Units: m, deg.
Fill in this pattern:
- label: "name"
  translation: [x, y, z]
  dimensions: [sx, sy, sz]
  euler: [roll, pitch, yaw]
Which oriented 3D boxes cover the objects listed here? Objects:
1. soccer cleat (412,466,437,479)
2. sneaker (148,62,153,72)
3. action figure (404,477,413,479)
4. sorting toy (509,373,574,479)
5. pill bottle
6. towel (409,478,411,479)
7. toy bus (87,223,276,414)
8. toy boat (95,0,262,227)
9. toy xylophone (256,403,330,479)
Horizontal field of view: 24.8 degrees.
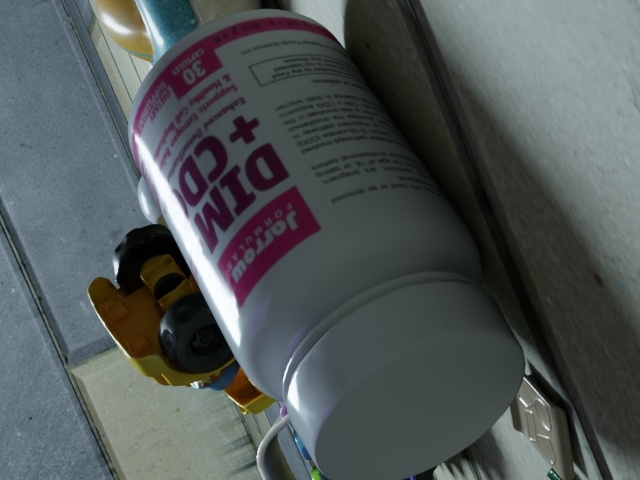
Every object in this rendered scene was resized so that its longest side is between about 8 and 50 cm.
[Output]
- label: "soccer cleat"
  translation: [0.059, 0.139, 1.224]
  dimensions: [0.289, 0.094, 0.121]
  euler: [126, 151, -84]
- label: "sneaker"
  translation: [-0.122, -0.133, 1.575]
  dimensions: [0.094, 0.080, 0.212]
  euler: [19, 129, 42]
- label: "action figure"
  translation: [0.086, 0.216, 1.362]
  dimensions: [0.115, 0.030, 0.038]
  euler: [60, 164, 23]
- label: "sorting toy"
  translation: [0.136, 0.118, 0.880]
  dimensions: [0.062, 0.012, 0.083]
  euler: [44, 153, 54]
- label: "pill bottle"
  translation: [0.000, 0.000, 0.897]
  dimensions: [0.283, 0.160, 0.160]
  euler: [59, 168, 37]
- label: "towel"
  translation: [0.069, 0.303, 1.521]
  dimensions: [0.227, 0.076, 0.308]
  euler: [101, 144, -73]
- label: "toy bus"
  translation: [-0.053, 0.068, 1.218]
  dimensions: [0.149, 0.220, 0.211]
  euler: [48, 166, 49]
- label: "toy boat"
  translation: [-0.126, -0.161, 1.242]
  dimensions: [0.267, 0.148, 0.318]
  euler: [-129, 18, -58]
- label: "toy xylophone"
  translation: [0.017, 0.336, 1.675]
  dimensions: [0.322, 0.081, 0.236]
  euler: [61, -171, -10]
